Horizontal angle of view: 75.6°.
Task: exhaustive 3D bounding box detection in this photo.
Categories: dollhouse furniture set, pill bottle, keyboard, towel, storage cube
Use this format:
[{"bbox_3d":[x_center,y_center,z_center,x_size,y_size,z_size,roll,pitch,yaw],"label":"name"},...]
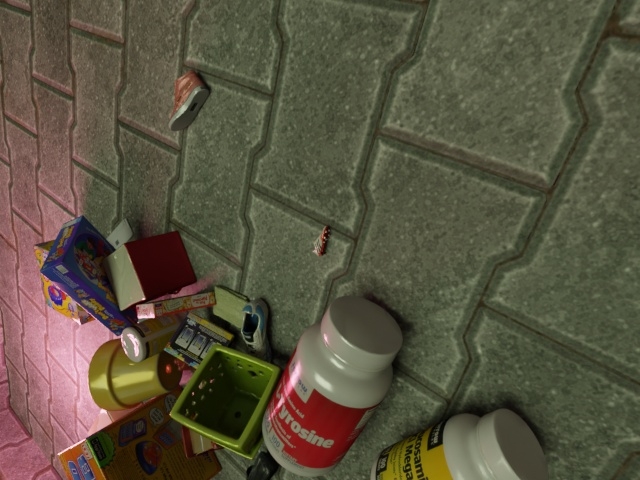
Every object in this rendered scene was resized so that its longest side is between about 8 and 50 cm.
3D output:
[{"bbox_3d":[-0.369,0.502,1.378,0.201,0.152,0.375,-35,64,38],"label":"dollhouse furniture set"},{"bbox_3d":[-0.542,0.313,1.389,0.119,0.208,0.119,10,107,34],"label":"pill bottle"},{"bbox_3d":[-0.804,-0.001,1.626,0.256,0.014,0.072,-31,88,38],"label":"keyboard"},{"bbox_3d":[-0.279,0.206,1.282,0.148,0.027,0.110,20,112,31],"label":"towel"},{"bbox_3d":[-0.564,0.097,1.359,0.183,0.193,0.215,-22,89,38],"label":"storage cube"},{"bbox_3d":[0.025,0.338,0.964,0.229,0.229,0.408,37,121,23],"label":"pill bottle"},{"bbox_3d":[0.272,0.474,0.844,0.188,0.187,0.334,53,126,13],"label":"pill bottle"}]

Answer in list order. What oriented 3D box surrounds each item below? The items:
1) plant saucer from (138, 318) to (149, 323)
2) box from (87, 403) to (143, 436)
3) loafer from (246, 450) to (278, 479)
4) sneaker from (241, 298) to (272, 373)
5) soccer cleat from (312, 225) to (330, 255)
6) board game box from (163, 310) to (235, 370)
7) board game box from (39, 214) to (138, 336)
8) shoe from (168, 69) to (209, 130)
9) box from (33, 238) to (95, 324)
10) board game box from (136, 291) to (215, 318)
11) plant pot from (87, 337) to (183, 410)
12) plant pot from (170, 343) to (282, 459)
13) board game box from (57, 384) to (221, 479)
[{"bbox_3d":[-0.688,0.365,1.621,0.194,0.037,0.195,10,108,35],"label":"plant saucer"},{"bbox_3d":[-0.905,0.810,1.832,0.121,0.148,0.311,50,124,15],"label":"box"},{"bbox_3d":[-0.210,0.778,1.356,0.078,0.076,0.223,41,118,27],"label":"loafer"},{"bbox_3d":[-0.194,0.288,1.204,0.085,0.086,0.238,8,108,33],"label":"sneaker"},{"bbox_3d":[0.000,0.000,1.020,0.035,0.029,0.084,24,120,25],"label":"soccer cleat"},{"bbox_3d":[-0.375,0.322,1.290,0.170,0.141,0.048,27,158,10],"label":"board game box"},{"bbox_3d":[-0.731,0.122,1.371,0.078,0.233,0.347,-21,130,5],"label":"board game box"},{"bbox_3d":[-0.392,-0.400,1.185,0.178,0.063,0.081,-39,77,31],"label":"shoe"},{"bbox_3d":[-0.992,0.150,1.692,0.289,0.177,0.280,11,111,34],"label":"box"},{"bbox_3d":[-0.449,0.200,1.285,0.146,0.193,0.045,-13,86,48],"label":"board game box"},{"bbox_3d":[-0.641,0.469,1.479,0.238,0.254,0.254,-9,97,12],"label":"plant pot"},{"bbox_3d":[-0.240,0.462,1.158,0.228,0.227,0.207,15,142,19],"label":"plant pot"},{"bbox_3d":[-0.664,0.817,1.518,0.356,0.356,0.357,-36,81,38],"label":"board game box"}]
